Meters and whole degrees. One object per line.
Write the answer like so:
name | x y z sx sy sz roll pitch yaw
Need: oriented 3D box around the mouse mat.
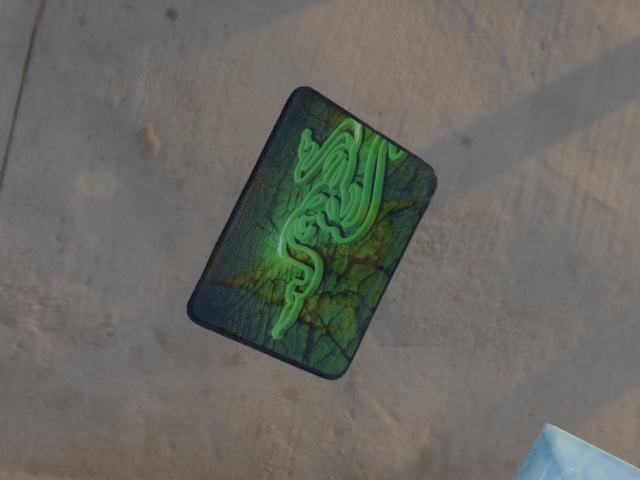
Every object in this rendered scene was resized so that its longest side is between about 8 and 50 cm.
mouse mat | 0.000 0.000 0.631 0.152 0.007 0.190 28 86 -31

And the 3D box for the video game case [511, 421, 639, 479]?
video game case | 0.130 0.209 0.228 0.244 0.269 0.061 -45 147 -37
